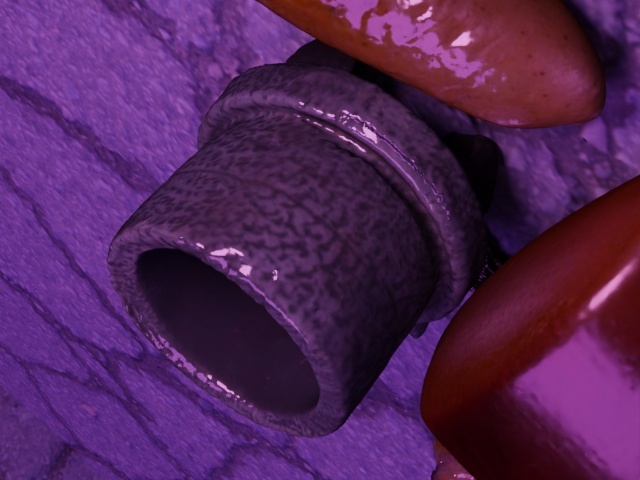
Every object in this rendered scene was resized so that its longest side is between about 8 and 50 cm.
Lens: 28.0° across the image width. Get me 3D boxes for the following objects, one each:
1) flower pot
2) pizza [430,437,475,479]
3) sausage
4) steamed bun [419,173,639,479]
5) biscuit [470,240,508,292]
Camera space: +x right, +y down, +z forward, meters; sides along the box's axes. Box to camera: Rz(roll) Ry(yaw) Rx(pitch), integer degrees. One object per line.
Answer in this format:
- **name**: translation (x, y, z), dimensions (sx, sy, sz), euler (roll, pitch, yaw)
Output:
- **flower pot**: translation (0.000, 0.000, 1.104), dimensions (0.299, 0.283, 0.299), euler (27, 149, 18)
- **pizza**: translation (0.251, 0.322, 1.459), dimensions (0.305, 0.085, 0.161), euler (36, 131, 6)
- **sausage**: translation (-0.011, -0.222, 0.952), dimensions (0.500, 0.123, 0.136), euler (31, 172, 17)
- **steamed bun**: translation (0.226, 0.106, 0.993), dimensions (0.235, 0.248, 0.379), euler (43, 154, -2)
- **biscuit**: translation (0.148, 0.018, 1.206), dimensions (0.087, 0.027, 0.089), euler (29, 150, 24)
